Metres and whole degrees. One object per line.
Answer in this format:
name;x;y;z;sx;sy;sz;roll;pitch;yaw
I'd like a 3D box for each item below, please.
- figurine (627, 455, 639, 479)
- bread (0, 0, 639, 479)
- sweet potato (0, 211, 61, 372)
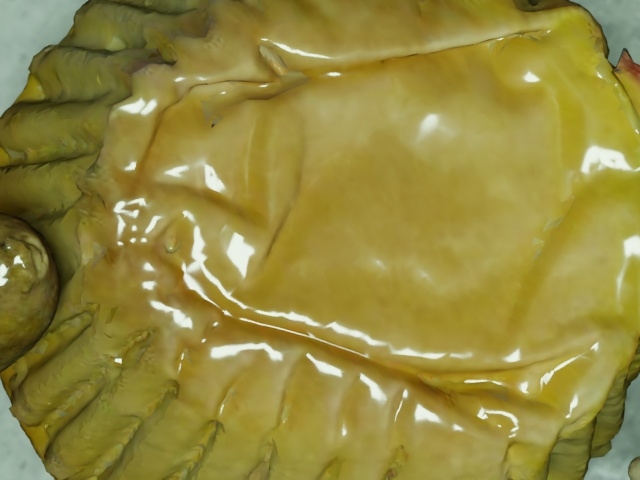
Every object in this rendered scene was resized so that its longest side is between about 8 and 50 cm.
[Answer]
figurine;0.181;0.157;0.637;0.205;0.224;0.382;6;85;-1
bread;0.000;0.000;0.696;0.274;0.149;0.274;0;80;-2
sweet potato;-0.241;0.079;0.647;0.341;0.092;0.114;-36;50;4
